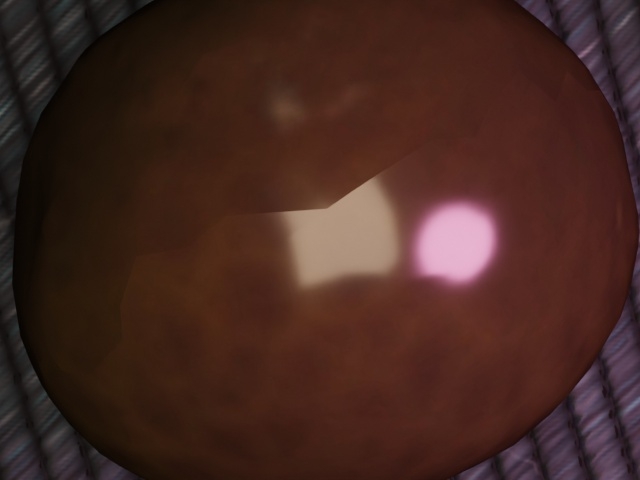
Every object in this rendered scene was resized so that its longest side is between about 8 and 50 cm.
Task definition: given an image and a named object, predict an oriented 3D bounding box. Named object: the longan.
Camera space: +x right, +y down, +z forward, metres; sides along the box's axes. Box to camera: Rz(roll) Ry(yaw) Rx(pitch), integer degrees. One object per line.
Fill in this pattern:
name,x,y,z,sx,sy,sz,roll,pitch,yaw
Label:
longan,0.000,0.000,1.254,0.404,0.336,0.404,-6,135,-6
